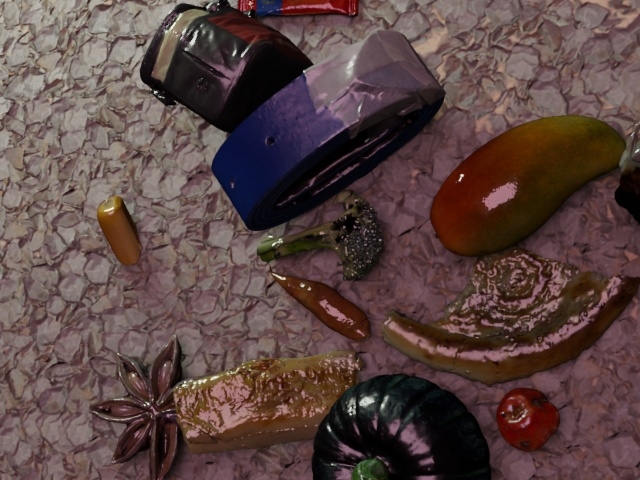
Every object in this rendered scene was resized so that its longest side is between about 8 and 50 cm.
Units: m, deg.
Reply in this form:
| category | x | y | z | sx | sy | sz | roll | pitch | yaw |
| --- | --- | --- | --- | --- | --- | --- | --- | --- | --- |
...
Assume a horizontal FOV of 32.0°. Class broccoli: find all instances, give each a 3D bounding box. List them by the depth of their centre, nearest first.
| category | x | y | z | sx | sy | sz | roll | pitch | yaw |
| --- | --- | --- | --- | --- | --- | --- | --- | --- | --- |
| broccoli | -0.001 | 0.001 | 1.657 | 0.204 | 0.118 | 0.122 | -6 | 109 | 31 |

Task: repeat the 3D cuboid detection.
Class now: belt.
| category | x | y | z | sx | sy | sz | roll | pitch | yaw |
| --- | --- | --- | --- | --- | --- | --- | --- | --- | --- |
| belt | 0.007 | -0.157 | 1.613 | 0.347 | 0.212 | 0.117 | -34 | 72 | 7 |

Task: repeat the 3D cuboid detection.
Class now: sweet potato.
| category | x | y | z | sx | sy | sz | roll | pitch | yaw |
| --- | --- | --- | --- | --- | --- | --- | --- | --- | --- |
| sweet potato | -0.002 | 0.089 | 1.657 | 0.195 | 0.056 | 0.056 | 33 | 90 | 23 |

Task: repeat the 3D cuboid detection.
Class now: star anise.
| category | x | y | z | sx | sy | sz | roll | pitch | yaw |
| --- | --- | --- | --- | --- | --- | --- | --- | --- | --- |
| star anise | -0.253 | 0.246 | 1.688 | 0.212 | 0.073 | 0.197 | -44 | 75 | 1 |

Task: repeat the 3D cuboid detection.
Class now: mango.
| category | x | y | z | sx | sy | sz | roll | pitch | yaw |
| --- | --- | --- | --- | --- | --- | --- | --- | --- | --- |
| mango | 0.283 | -0.087 | 1.569 | 0.289 | 0.129 | 0.146 | -37 | 46 | -6 |

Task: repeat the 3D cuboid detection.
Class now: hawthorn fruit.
| category | x | y | z | sx | sy | sz | roll | pitch | yaw |
| --- | --- | --- | --- | --- | --- | --- | --- | --- | --- |
| hawthorn fruit | 0.281 | 0.243 | 1.527 | 0.093 | 0.093 | 0.093 | -3 | 79 | 15 |

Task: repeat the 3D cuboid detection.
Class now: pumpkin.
| category | x | y | z | sx | sy | sz | roll | pitch | yaw |
| --- | --- | --- | --- | --- | --- | --- | --- | --- | --- |
| pumpkin | 0.096 | 0.303 | 1.488 | 0.248 | 0.248 | 0.248 | -3 | 79 | 15 |

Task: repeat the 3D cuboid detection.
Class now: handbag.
| category | x | y | z | sx | sy | sz | roll | pitch | yaw |
| --- | --- | --- | --- | --- | --- | --- | --- | --- | --- |
| handbag | -0.133 | -0.254 | 1.648 | 0.181 | 0.254 | 0.181 | 33 | 102 | 21 |

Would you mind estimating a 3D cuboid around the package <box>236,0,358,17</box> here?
| category | x | y | z | sx | sy | sz | roll | pitch | yaw |
| --- | --- | --- | --- | --- | --- | --- | --- | --- | --- |
| package | -0.037 | -0.391 | 1.768 | 0.200 | 0.022 | 0.083 | 1 | 80 | 14 |

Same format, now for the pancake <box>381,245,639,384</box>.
| category | x | y | z | sx | sy | sz | roll | pitch | yaw |
| --- | --- | --- | --- | --- | --- | --- | --- | --- | --- |
| pancake | 0.265 | 0.096 | 1.578 | 0.377 | 0.054 | 0.197 | -17 | 75 | 11 |

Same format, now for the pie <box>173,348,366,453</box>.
| category | x | y | z | sx | sy | sz | roll | pitch | yaw |
| --- | --- | --- | --- | --- | --- | --- | --- | --- | --- |
| pie | -0.067 | 0.235 | 1.623 | 0.283 | 0.068 | 0.128 | -10 | 79 | -2 |

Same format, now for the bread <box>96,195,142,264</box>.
| category | x | y | z | sx | sy | sz | roll | pitch | yaw |
| --- | --- | --- | --- | --- | --- | --- | --- | --- | --- |
| bread | -0.320 | -0.017 | 1.772 | 0.049 | 0.103 | 0.062 | -19 | 32 | 1 |

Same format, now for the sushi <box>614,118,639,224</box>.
| category | x | y | z | sx | sy | sz | roll | pitch | yaw |
| --- | --- | --- | --- | --- | --- | --- | --- | --- | --- |
| sushi | 0.555 | -0.092 | 1.413 | 0.294 | 0.281 | 0.299 | 36 | 76 | 19 |
